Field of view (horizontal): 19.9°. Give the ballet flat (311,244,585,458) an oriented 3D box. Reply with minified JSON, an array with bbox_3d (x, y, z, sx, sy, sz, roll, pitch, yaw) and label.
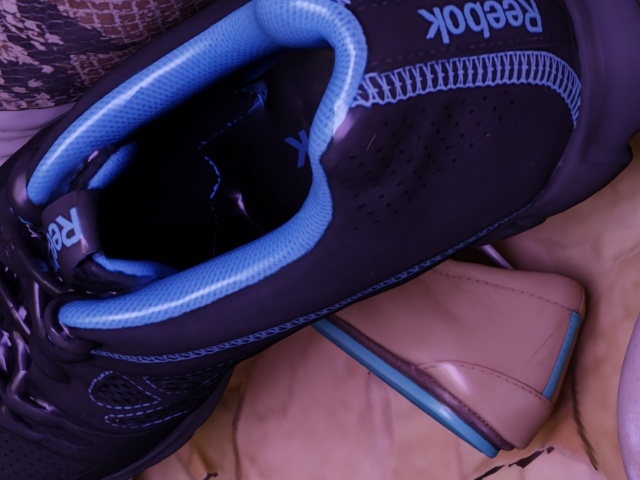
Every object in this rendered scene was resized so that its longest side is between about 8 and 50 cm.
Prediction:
[{"bbox_3d":[0.000,0.000,0.675,0.232,0.080,0.073,29,84,32],"label":"ballet flat"}]

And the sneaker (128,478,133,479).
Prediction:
[{"bbox_3d":[-0.071,0.195,0.741,0.090,0.115,0.232,98,169,-70],"label":"sneaker"}]

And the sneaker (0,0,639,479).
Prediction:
[{"bbox_3d":[-0.064,-0.003,0.579,0.341,0.139,0.125,-34,76,36],"label":"sneaker"}]

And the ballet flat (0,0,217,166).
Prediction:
[{"bbox_3d":[-0.177,-0.124,0.761,0.482,0.164,0.182,29,128,42],"label":"ballet flat"}]

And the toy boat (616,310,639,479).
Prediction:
[{"bbox_3d":[0.233,0.026,0.428,0.267,0.148,0.318,44,131,17],"label":"toy boat"}]
